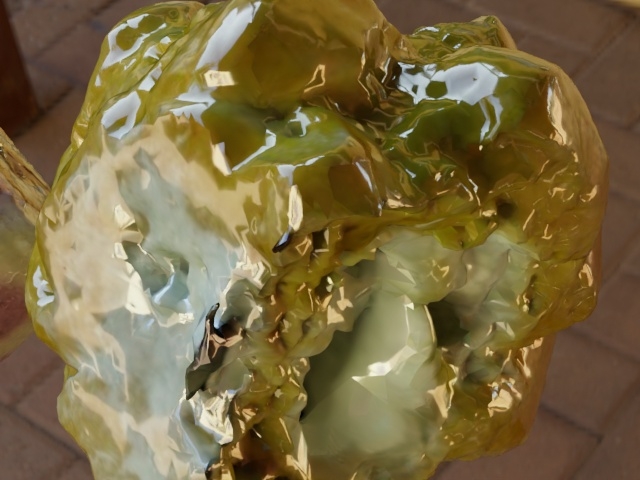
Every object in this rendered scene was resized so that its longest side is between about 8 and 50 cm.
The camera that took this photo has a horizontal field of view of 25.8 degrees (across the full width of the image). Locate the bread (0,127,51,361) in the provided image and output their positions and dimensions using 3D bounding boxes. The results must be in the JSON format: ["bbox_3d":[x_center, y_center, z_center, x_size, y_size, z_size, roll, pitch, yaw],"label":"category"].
[{"bbox_3d":[-0.330,0.061,0.969,0.338,0.155,0.187,-44,80,3],"label":"bread"}]

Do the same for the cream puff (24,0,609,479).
[{"bbox_3d":[-0.006,0.003,0.768,0.270,0.323,0.274,-12,41,-45],"label":"cream puff"}]
